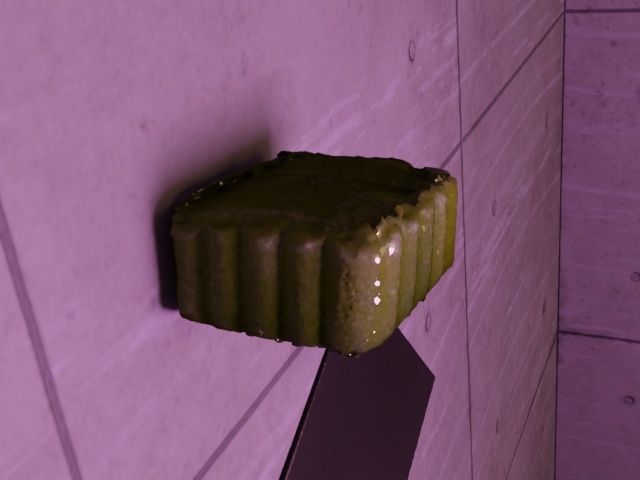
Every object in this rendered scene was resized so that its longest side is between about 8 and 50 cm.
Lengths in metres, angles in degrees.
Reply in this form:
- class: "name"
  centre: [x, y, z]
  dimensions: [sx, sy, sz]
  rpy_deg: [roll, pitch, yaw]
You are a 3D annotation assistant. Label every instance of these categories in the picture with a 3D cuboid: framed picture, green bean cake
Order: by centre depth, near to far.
- class: "green bean cake"
  centre: [0.000, 0.000, 0.721]
  dimensions: [0.214, 0.200, 0.113]
  rpy_deg: [-41, 132, -58]
- class: "framed picture"
  centre: [0.050, 0.252, 1.058]
  dimensions: [0.255, 0.014, 0.339]
  rpy_deg: [52, 47, -40]
